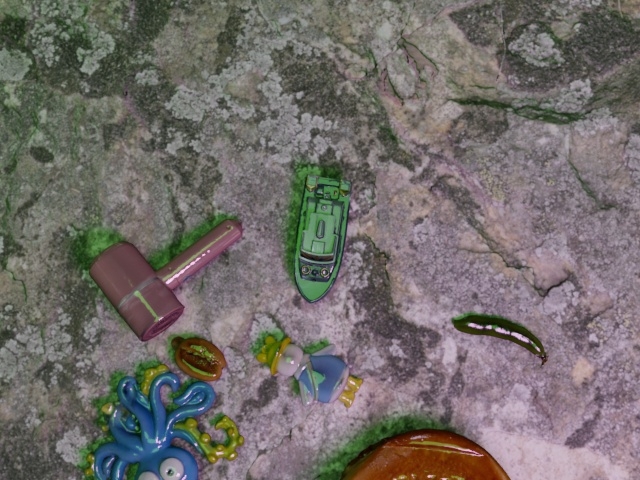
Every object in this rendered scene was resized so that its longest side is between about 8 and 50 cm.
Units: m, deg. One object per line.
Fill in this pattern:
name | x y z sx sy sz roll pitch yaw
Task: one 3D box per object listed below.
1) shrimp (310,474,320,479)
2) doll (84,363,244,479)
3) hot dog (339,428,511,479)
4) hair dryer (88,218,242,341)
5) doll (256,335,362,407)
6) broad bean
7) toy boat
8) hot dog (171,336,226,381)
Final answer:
shrimp | -0.145 0.605 1.826 0.343 0.145 0.116 -22 82 -7
doll | -0.363 0.455 1.882 0.346 0.099 0.341 -30 82 -5
hot dog | 0.230 0.520 1.787 0.405 0.185 0.223 7 62 5
hair dryer | -0.333 0.045 1.958 0.352 0.125 0.210 -38 79 -14
doll | -0.026 0.287 1.896 0.241 0.099 0.135 25 105 8
broad bean | 0.412 0.213 1.916 0.227 0.039 0.069 24 88 6
toy boat | 0.000 -0.002 1.931 0.114 0.122 0.296 8 81 4
hot dog | -0.282 0.267 1.931 0.140 0.060 0.089 23 69 1
